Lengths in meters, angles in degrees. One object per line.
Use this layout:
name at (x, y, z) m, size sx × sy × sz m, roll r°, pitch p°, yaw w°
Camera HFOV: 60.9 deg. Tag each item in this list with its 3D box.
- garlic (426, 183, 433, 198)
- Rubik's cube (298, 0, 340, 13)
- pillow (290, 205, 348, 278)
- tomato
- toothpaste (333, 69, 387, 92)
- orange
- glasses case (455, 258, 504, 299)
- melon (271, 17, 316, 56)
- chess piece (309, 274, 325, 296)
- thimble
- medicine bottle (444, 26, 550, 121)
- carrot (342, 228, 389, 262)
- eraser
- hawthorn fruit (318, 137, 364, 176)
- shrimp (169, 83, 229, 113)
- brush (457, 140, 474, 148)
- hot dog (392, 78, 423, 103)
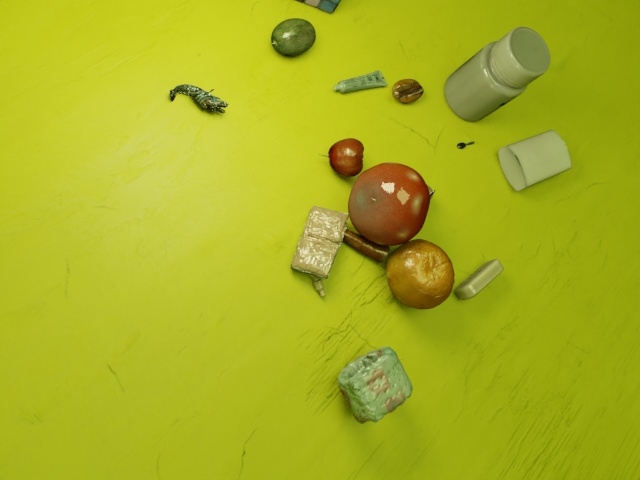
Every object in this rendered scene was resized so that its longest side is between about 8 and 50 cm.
garlic at (0.289, -0.163, 1.804) m, size 0.175 × 0.099 × 0.124 m, roll 17°, pitch 50°, yaw -17°
Rubik's cube at (-0.019, -0.978, 1.771) m, size 0.287 × 0.292 × 0.292 m, roll 13°, pitch 74°, yaw -19°
pillow at (0.000, 0.000, 1.642) m, size 0.126 × 0.043 × 0.232 m, roll 18°, pitch 63°, yaw 3°
tomato at (0.206, -0.111, 1.651) m, size 0.224 × 0.256 × 0.255 m, roll 6°, pitch 71°, yaw -59°
toothpaste at (0.135, -0.540, 1.865) m, size 0.218 × 0.041 × 0.064 m, roll -21°, pitch 80°, yaw -30°
orange at (0.309, 0.105, 1.689) m, size 0.219 × 0.193 × 0.219 m, roll 7°, pitch 78°, yaw -36°
glasses case at (0.538, 0.131, 1.838) m, size 0.196 × 0.083 × 0.050 m, roll -35°, pitch 92°, yaw -28°
melon at (-0.091, -0.656, 1.755) m, size 0.167 × 0.114 × 0.114 m, roll -29°, pitch 89°, yaw -28°
chess piece at (-0.007, 0.127, 1.638) m, size 0.035 × 0.035 × 0.092 m, roll -23°, pitch 90°, yaw -26°
thimble at (0.148, 0.409, 1.539) m, size 0.149 × 0.185 × 0.211 m, roll 62°, pitch 31°, yaw 0°
medicine bottle at (0.614, -0.578, 1.907) m, size 0.208 × 0.340 × 0.208 m, roll 6°, pitch 75°, yaw -22°
carrot at (0.116, 0.001, 1.713) m, size 0.210 × 0.061 × 0.061 m, roll 27°, pitch 68°, yaw -10°
eraser at (0.814, -0.307, 2.060) m, size 0.270 × 0.095 × 0.174 m, roll -22°, pitch 86°, yaw -25°
hawthorn fruit at (0.079, -0.260, 1.730) m, size 0.140 × 0.125 × 0.125 m, roll -29°, pitch 89°, yaw 7°
shrimp at (-0.354, -0.427, 1.606) m, size 0.174 × 0.082 × 0.076 m, roll 16°, pitch 76°, yaw -11°
brush at (0.534, -0.353, 2.001) m, size 0.083 × 0.008 × 0.024 m, roll -17°, pitch 81°, yaw -25°
hot dog at (0.303, -0.530, 1.920) m, size 0.140 × 0.060 × 0.089 m, roll -14°, pitch 78°, yaw -22°
